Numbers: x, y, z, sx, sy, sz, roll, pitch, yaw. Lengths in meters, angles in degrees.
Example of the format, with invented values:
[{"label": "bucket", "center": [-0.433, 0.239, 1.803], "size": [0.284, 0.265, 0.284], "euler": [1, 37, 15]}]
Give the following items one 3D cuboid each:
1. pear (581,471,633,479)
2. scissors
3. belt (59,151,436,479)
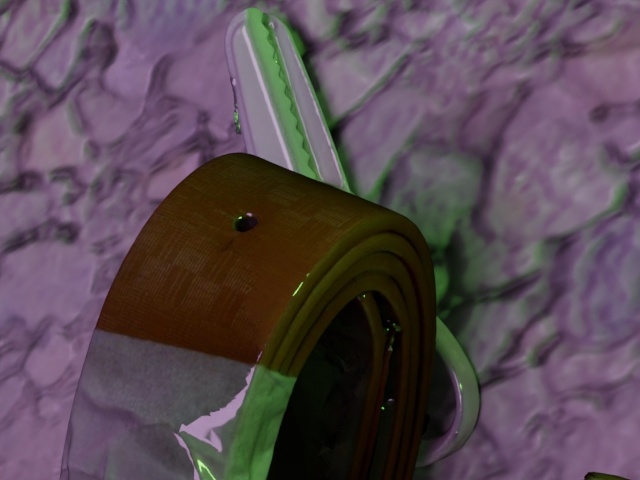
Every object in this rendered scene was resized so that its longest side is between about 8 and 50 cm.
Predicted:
[{"label": "pear", "center": [0.186, 0.193, 0.716], "size": [0.178, 0.267, 0.267], "euler": [-14, 84, 17]}, {"label": "scissors", "center": [0.000, 0.000, 0.946], "size": [0.118, 0.030, 0.242], "euler": [-19, 84, 34]}, {"label": "belt", "center": [-0.032, 0.097, 0.853], "size": [0.105, 0.184, 0.261], "euler": [24, 110, 27]}]
